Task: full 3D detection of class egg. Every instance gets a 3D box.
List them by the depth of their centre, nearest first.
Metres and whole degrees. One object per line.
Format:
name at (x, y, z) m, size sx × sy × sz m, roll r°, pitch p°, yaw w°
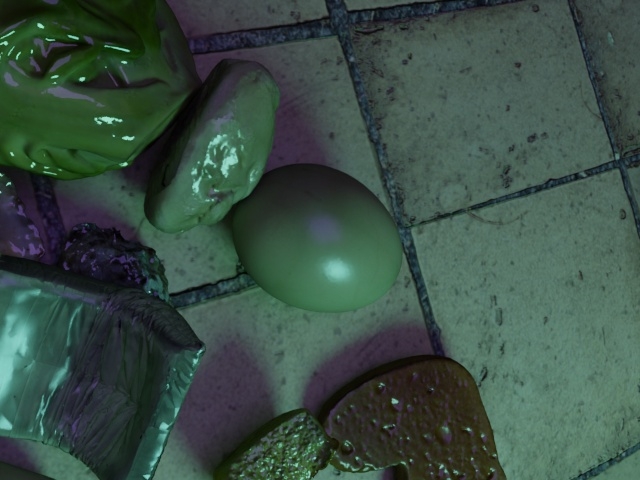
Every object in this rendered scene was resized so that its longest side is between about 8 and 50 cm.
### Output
egg at (0.000, 0.000, 1.069) m, size 0.242 × 0.186 × 0.186 m, roll 24°, pitch 71°, yaw -26°

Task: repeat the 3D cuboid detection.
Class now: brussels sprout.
brussels sprout at (-0.301, -0.220, 0.909) m, size 0.328 × 0.247 × 0.328 m, roll 5°, pitch 77°, yaw -25°

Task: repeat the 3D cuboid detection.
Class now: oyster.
oyster at (-0.421, 0.014, 0.890) m, size 0.233 × 0.107 × 0.161 m, roll -38°, pitch 113°, yaw -42°
oyster at (-0.240, 0.057, 1.002) m, size 0.177 × 0.064 × 0.125 m, roll 35°, pitch 73°, yaw -21°

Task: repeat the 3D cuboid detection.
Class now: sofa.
sofa at (-0.269, 0.145, 0.870) m, size 0.225 × 0.176 × 0.210 m, roll 21°, pitch 98°, yaw -28°

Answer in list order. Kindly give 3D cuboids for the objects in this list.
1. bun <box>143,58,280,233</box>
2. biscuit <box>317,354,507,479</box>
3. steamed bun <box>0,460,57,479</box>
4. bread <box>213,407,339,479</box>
bun at (-0.122, -0.111, 1.005) m, size 0.116 × 0.237 × 0.210 m, roll 31°, pitch 29°, yaw -20°
biscuit at (0.131, 0.308, 1.173) m, size 0.262 × 0.052 × 0.277 m, roll -21°, pitch 93°, yaw -25°
steamed bun at (-0.360, 0.350, 0.833) m, size 0.200 × 0.155 × 0.250 m, roll 31°, pitch 72°, yaw -21°
bread at (-0.059, 0.278, 1.031) m, size 0.156 × 0.125 × 0.086 m, roll -36°, pitch 92°, yaw -18°
